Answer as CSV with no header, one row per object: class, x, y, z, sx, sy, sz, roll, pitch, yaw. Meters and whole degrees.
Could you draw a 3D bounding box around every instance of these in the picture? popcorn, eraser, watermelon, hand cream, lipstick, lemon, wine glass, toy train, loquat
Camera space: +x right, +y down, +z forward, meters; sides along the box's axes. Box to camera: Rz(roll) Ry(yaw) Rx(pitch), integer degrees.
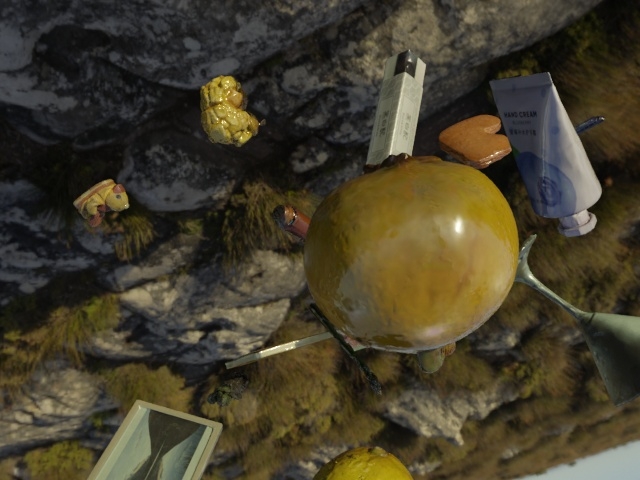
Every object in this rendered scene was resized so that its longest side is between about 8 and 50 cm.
popcorn,-0.273,-0.354,1.431,0.163,0.194,0.140,-41,-155,-27
eraser,0.223,-0.357,1.489,0.096,0.404,0.098,24,159,-37
watermelon,0.097,0.233,1.316,0.097,0.121,0.158,-36,176,3
hand cream,0.184,-0.067,0.411,0.053,0.084,0.142,-34,107,-2
lipstick,0.000,0.000,1.401,0.077,0.077,0.418,-29,148,18
lemon,0.074,0.521,0.932,0.235,0.264,0.236,8,154,4
wine glass,0.640,0.183,1.271,0.267,0.406,0.267,-44,158,-23
toy train,0.560,-0.242,1.079,0.083,0.017,0.017,-31,125,33
loquat,0.138,0.041,0.789,0.328,0.360,0.328,-11,-167,3

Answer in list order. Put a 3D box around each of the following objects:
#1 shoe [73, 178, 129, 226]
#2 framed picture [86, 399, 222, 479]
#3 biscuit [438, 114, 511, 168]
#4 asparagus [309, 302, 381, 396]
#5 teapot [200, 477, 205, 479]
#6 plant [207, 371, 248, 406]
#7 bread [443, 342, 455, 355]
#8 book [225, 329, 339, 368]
shoe,-0.439,-0.076,1.024,0.109,0.069,0.072,-27,-174,-4
framed picture,-0.248,0.332,0.730,0.150,0.203,0.015,13,126,7
biscuit,0.406,-0.259,1.282,0.186,0.192,0.036,-24,130,-13
asparagus,0.048,0.205,0.973,0.023,0.233,0.022,-51,145,12
teapot,-0.354,0.611,1.168,0.200,0.270,0.337,-30,142,-23
plant,-0.285,0.468,1.575,0.085,0.087,0.174,-13,-176,23
bread,0.343,0.299,1.440,0.084,0.085,0.053,-12,106,-10
book,-0.131,0.342,1.574,0.262,0.028,0.374,-10,167,-26
